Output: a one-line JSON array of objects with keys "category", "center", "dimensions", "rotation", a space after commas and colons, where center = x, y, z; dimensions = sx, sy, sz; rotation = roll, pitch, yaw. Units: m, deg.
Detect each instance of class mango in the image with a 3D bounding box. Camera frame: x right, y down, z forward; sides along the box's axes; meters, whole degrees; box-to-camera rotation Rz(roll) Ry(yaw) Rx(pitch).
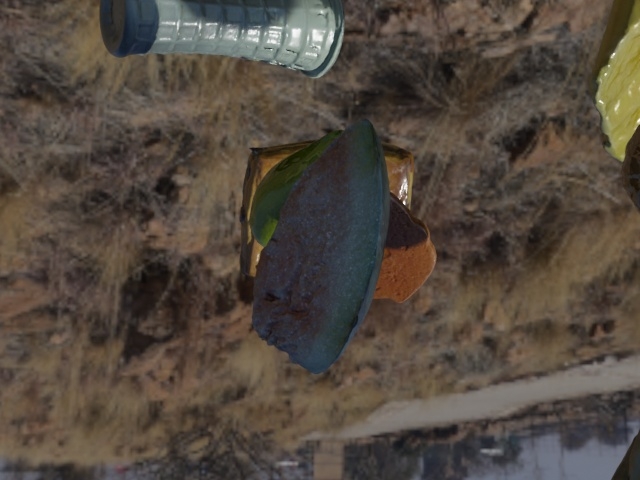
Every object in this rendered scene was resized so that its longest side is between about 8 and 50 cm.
[{"category": "mango", "center": [-0.020, -0.052, 0.904], "dimensions": [0.074, 0.091, 0.165], "rotation": [-8, 148, -46]}]

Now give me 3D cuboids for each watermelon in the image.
[{"category": "watermelon", "center": [0.010, 0.001, 0.631], "dimensions": [0.094, 0.180, 0.081], "rotation": [29, -173, 8]}]

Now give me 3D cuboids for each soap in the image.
[{"category": "soap", "center": [0.535, -0.354, 1.339], "dimensions": [0.115, 0.427, 0.306], "rotation": [11, 166, 38]}]

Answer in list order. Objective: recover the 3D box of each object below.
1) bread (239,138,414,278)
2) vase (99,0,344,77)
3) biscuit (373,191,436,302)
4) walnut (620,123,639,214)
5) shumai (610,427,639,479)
[{"category": "bread", "center": [0.006, -0.038, 1.181], "dimensions": [0.235, 0.210, 0.099], "rotation": [3, -166, -8]}, {"category": "vase", "center": [-0.130, -0.289, 1.127], "dimensions": [0.299, 0.143, 0.143], "rotation": [-5, 173, -31]}, {"category": "biscuit", "center": [0.051, 0.004, 0.807], "dimensions": [0.102, 0.019, 0.130], "rotation": [-31, 111, 20]}, {"category": "walnut", "center": [0.448, -0.082, 0.930], "dimensions": [0.228, 0.228, 0.228], "rotation": [0, 168, 0]}, {"category": "shumai", "center": [0.346, 0.213, 0.495], "dimensions": [0.263, 0.309, 0.304], "rotation": [-5, -158, -41]}]
